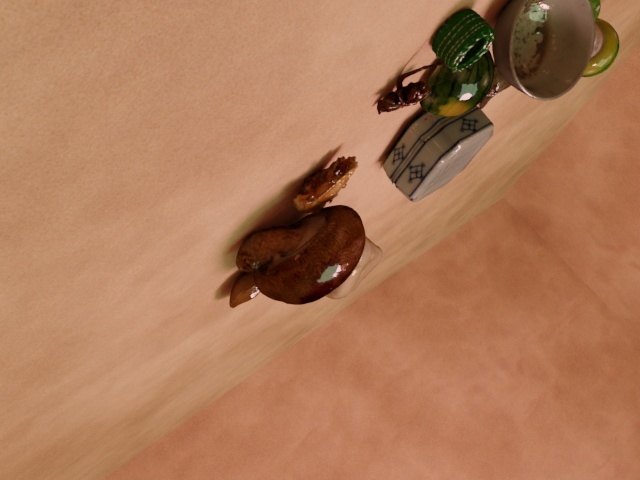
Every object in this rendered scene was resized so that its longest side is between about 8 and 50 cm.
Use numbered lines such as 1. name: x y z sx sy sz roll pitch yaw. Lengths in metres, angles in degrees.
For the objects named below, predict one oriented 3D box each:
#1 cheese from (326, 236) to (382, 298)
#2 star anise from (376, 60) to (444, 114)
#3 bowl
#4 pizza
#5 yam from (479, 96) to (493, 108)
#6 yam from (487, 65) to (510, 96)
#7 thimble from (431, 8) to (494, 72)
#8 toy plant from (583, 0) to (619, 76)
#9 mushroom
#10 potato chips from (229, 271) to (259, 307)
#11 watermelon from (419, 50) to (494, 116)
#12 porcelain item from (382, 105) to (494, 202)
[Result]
1. cheese: 0.068 0.065 2.386 0.248 0.174 0.251 -49 168 -3
2. star anise: 0.207 -0.347 1.676 0.191 0.070 0.097 -26 172 28
3. bowl: 0.527 -0.498 1.819 0.289 0.146 0.289 -10 110 -28
4. pizza: 0.011 -0.145 1.801 0.194 0.069 0.154 -44 167 11
5. yam: 0.559 -0.490 2.284 0.029 0.027 0.234 -64 -176 -37
6. yam: 0.532 -0.478 2.144 0.179 0.078 0.078 -31 163 -39
7. thimble: 0.316 -0.444 1.637 0.130 0.090 0.118 -48 162 24
8. toy plant: 0.788 -0.624 2.256 0.224 0.184 0.316 -50 148 18
9. mushroom: -0.027 0.035 1.904 0.345 0.345 0.239 -34 128 -24
10. potato chips: -0.185 0.114 2.099 0.208 0.062 0.195 -36 171 -22
11. watermelon: 0.357 -0.397 1.826 0.204 0.127 0.232 -13 144 -56
12. porcelain item: 0.331 -0.264 2.099 0.286 0.157 0.281 -31 165 -37
